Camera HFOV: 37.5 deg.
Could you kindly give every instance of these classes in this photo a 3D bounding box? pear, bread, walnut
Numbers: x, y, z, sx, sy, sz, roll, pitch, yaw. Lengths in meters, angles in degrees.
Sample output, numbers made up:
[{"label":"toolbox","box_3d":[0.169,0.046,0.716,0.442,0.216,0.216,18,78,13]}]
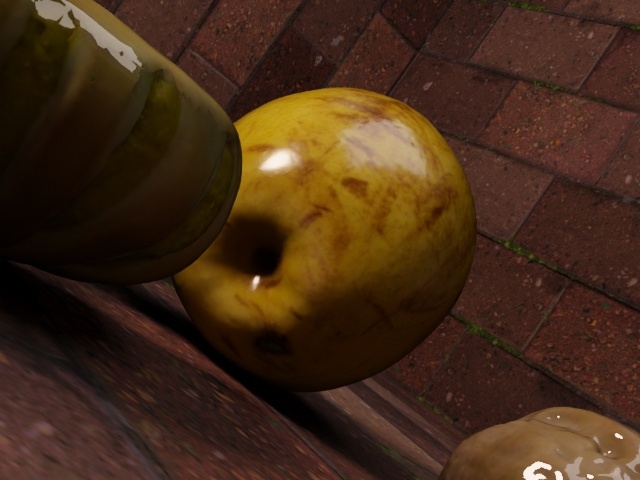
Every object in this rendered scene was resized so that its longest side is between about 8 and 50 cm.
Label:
[{"label":"pear","box_3d":[0.000,0.000,0.832,0.280,0.281,0.281,35,-2,2]},{"label":"bread","box_3d":[-0.205,-0.090,0.549,0.333,0.160,0.333,33,-2,2]},{"label":"walnut","box_3d":[0.135,0.162,0.493,0.140,0.140,0.162,36,-12,-35]}]
